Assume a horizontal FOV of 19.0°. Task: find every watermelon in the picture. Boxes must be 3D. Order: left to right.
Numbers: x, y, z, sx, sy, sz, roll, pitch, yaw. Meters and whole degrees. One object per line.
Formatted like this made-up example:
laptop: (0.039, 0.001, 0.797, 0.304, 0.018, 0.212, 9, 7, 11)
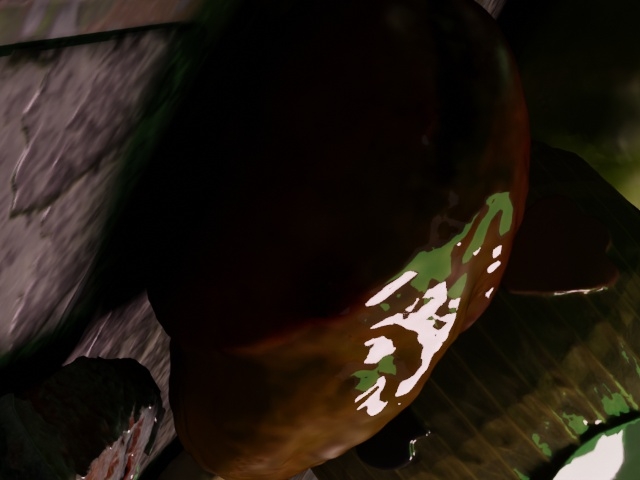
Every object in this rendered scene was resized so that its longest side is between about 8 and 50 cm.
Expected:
watermelon: (-0.111, 0.105, 0.759, 0.187, 0.071, 0.139, 102, 12, -50)

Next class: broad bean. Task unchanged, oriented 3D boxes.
broad bean: (-0.003, -0.002, 0.768, 0.122, 0.156, 0.228, 11, 130, -34)

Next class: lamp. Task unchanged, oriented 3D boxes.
lamp: (0.073, 0.073, 1.086, 0.284, 0.250, 0.250, -42, 172, 8)

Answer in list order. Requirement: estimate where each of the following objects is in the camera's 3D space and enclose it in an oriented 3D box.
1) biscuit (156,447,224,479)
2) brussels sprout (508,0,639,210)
biscuit: (-0.062, 0.142, 1.178, 0.299, 0.045, 0.154, -49, 170, -36)
brussels sprout: (0.302, -0.107, 1.334, 0.425, 0.342, 0.361, -23, 137, 8)
